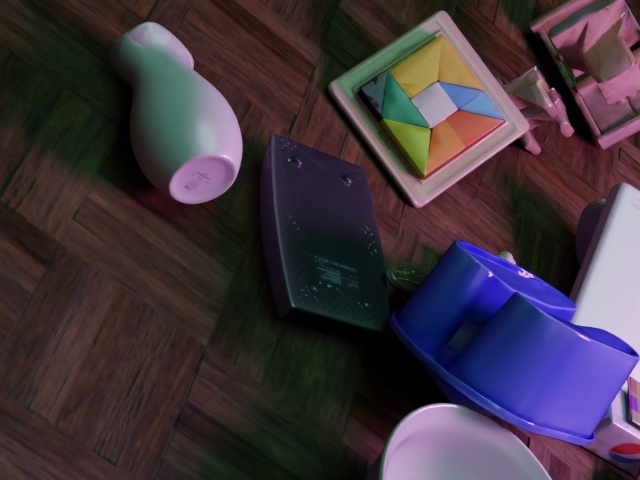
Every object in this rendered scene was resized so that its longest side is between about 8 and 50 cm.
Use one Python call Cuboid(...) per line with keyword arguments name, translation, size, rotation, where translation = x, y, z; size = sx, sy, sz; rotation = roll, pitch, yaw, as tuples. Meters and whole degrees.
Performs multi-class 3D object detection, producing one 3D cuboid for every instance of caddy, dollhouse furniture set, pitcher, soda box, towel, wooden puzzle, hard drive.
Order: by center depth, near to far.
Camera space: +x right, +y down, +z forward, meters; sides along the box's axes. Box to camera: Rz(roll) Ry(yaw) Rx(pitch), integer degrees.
Cuboid(name="pitcher", translation=(-0.154, -0.139, 1.543), size=(0.177, 0.125, 0.207), rotation=(27, 31, -49))
Cuboid(name="caddy", translation=(0.234, 0.143, 1.611), size=(0.341, 0.179, 0.241), rotation=(22, 14, -49))
Cuboid(name="hard drive", translation=(0.000, 0.000, 1.624), size=(0.172, 0.054, 0.255), rotation=(18, 50, -35))
Cuboid(name="towel", translation=(0.446, 0.230, 1.799), size=(0.060, 0.009, 0.083), rotation=(33, 41, -23))
Cuboid(name="soda box", translation=(0.457, 0.287, 1.834), size=(0.216, 0.074, 0.069), rotation=(31, 43, -24))
Cuboid(name="wooden puzzle", translation=(0.160, -0.195, 1.866), size=(0.238, 0.044, 0.221), rotation=(-35, 87, -21))
Cuboid(name="hard drive", translation=(0.470, 0.091, 1.913), size=(0.203, 0.040, 0.308), rotation=(30, 66, -10))
Cuboid(name="dollhouse furniture set", translation=(0.441, -0.333, 2.095), size=(0.257, 0.362, 0.394), rotation=(65, 15, 17))

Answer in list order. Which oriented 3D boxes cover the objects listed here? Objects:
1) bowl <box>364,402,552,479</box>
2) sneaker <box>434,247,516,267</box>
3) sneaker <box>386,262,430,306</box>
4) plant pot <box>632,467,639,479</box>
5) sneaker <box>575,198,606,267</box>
Cuboid(name="bowl", translation=(0.142, 0.341, 1.435), size=(0.297, 0.134, 0.298), rotation=(25, 46, -29))
Cuboid(name="sneaker", translation=(0.214, 0.033, 1.805), size=(0.161, 0.057, 0.075), rotation=(-32, 90, -48))
Cuboid(name="sneaker", translation=(0.112, 0.061, 1.674), size=(0.118, 0.067, 0.042), rotation=(14, 61, -43))
Cuboid(name="plant pot", translation=(0.471, 0.352, 1.771), size=(0.095, 0.134, 0.134), rotation=(28, 37, 13))
Cuboid(name="sneaker", translation=(0.501, 0.060, 2.037), size=(0.153, 0.101, 0.269), rotation=(-5, 71, -47))
